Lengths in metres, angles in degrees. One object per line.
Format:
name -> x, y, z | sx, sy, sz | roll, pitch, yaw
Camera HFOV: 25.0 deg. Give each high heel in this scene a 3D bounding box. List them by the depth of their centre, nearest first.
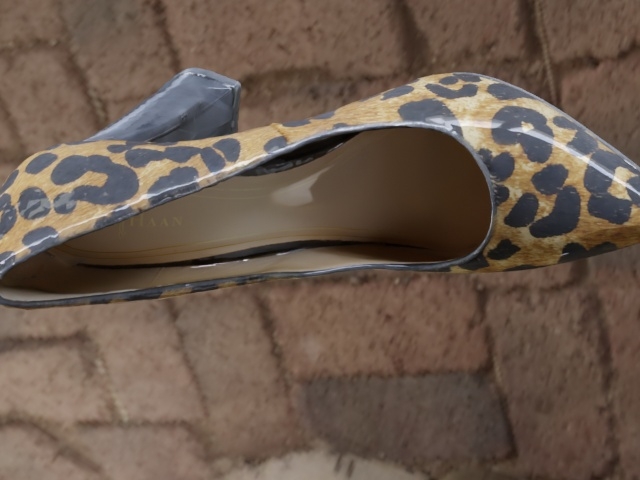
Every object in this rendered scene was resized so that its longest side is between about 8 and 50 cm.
high heel -> 0.000, 0.000, 0.592 | 0.261, 0.186, 0.093 | 12, 123, 23
